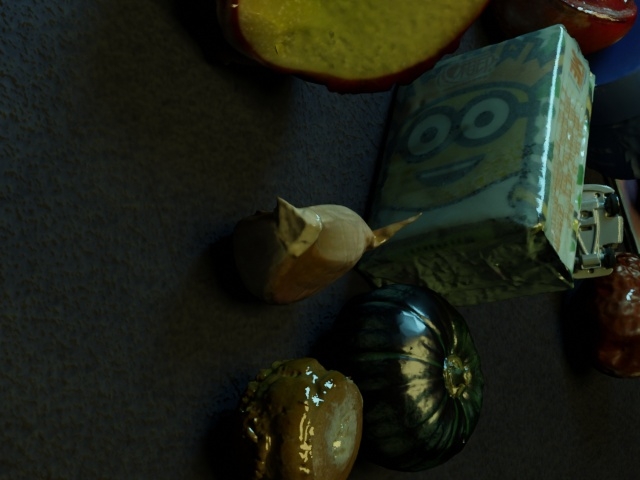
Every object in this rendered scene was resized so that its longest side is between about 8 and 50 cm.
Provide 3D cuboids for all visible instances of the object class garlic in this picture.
[{"bbox_3d":[-0.001,0.004,1.070,0.198,0.128,0.091,4,62,-53],"label":"garlic"}]

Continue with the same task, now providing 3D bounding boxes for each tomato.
[{"bbox_3d":[0.340,-0.345,1.667,0.200,0.140,0.233,-16,52,-46],"label":"tomato"}]

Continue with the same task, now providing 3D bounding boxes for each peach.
[{"bbox_3d":[0.050,-0.316,1.080,0.257,0.361,0.201,29,33,-31],"label":"peach"}]

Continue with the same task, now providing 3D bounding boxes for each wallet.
[{"bbox_3d":[0.546,-0.101,2.014,0.119,0.025,0.232,-40,114,-53],"label":"wallet"}]

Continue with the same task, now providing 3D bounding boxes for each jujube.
[{"bbox_3d":[0.468,0.109,1.734,0.168,0.168,0.236,62,20,-24],"label":"jujube"}]

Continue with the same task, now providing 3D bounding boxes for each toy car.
[{"bbox_3d":[0.398,-0.011,1.702,0.112,0.112,0.139,30,54,-82],"label":"toy car"}]

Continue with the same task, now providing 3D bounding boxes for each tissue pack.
[{"bbox_3d":[0.184,-0.081,1.282,0.128,0.228,0.311,46,45,-37],"label":"tissue pack"}]

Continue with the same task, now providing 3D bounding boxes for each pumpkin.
[{"bbox_3d":[0.092,0.141,1.159,0.202,0.140,0.202,20,64,-49],"label":"pumpkin"}]

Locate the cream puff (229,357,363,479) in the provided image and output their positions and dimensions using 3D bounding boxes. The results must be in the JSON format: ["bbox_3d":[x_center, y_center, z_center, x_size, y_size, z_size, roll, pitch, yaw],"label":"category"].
[{"bbox_3d":[-0.025,0.172,1.008,0.144,0.103,0.126,-45,131,-51],"label":"cream puff"}]

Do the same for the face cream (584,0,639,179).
[{"bbox_3d":[0.491,-0.248,1.773,0.225,0.249,0.249,51,42,-34],"label":"face cream"}]
